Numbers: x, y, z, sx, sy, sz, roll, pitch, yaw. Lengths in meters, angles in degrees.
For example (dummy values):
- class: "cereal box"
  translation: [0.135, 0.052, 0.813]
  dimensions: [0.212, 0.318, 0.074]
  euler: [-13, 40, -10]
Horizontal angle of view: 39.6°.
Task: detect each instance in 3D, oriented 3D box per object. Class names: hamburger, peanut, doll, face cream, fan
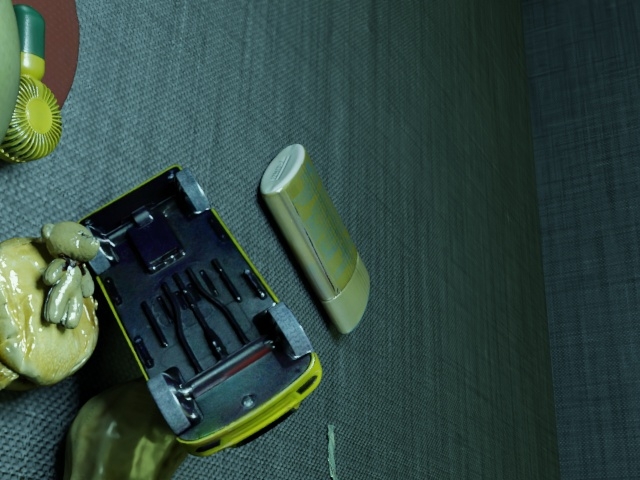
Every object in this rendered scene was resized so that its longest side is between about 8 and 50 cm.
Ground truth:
- class: "hamburger"
  translation: [-0.271, 0.068, 0.816]
  dimensions: [0.147, 0.083, 0.138]
  euler: [-10, 82, -65]
- class: "peanut"
  translation: [-0.201, 0.232, 0.855]
  dimensions: [0.125, 0.111, 0.275]
  euler: [56, 34, -30]
- class: "doll"
  translation: [-0.229, 0.030, 0.802]
  dimensions: [0.061, 0.051, 0.093]
  euler: [33, 72, -59]
- class: "face cream"
  translation: [0.000, 0.000, 1.387]
  dimensions: [0.285, 0.067, 0.139]
  euler: [62, 32, -29]
- class: "fan"
  translation: [-0.283, -0.152, 0.849]
  dimensions: [0.082, 0.039, 0.155]
  euler: [15, 71, -62]

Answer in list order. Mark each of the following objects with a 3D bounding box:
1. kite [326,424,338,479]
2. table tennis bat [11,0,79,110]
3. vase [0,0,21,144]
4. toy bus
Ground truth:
- class: "kite"
  translation: [0.025, 0.405, 1.343]
  dimensions: [0.229, 0.012, 0.250]
  euler: [11, 69, -63]
- class: "table tennis bat"
  translation: [-0.327, -0.280, 0.882]
  dimensions: [0.268, 0.051, 0.415]
  euler: [45, 44, -49]
- class: "vase"
  translation: [-0.385, -0.154, 0.563]
  dimensions: [0.329, 0.241, 0.302]
  euler: [52, 29, 16]
- class: "toy bus"
  translation: [-0.116, 0.073, 0.870]
  dimensions: [0.331, 0.145, 0.151]
  euler: [51, -12, 41]
